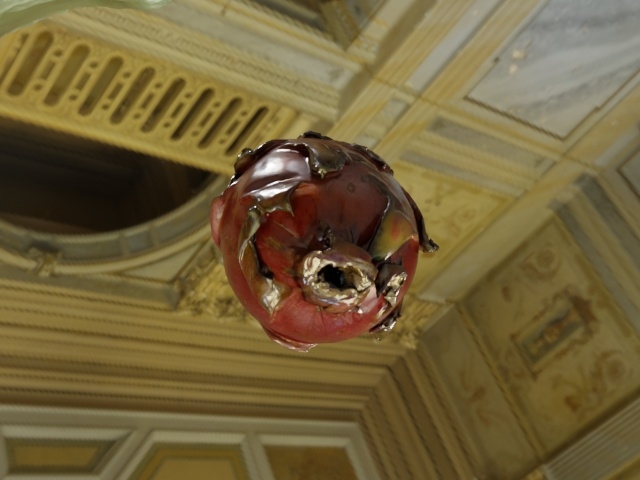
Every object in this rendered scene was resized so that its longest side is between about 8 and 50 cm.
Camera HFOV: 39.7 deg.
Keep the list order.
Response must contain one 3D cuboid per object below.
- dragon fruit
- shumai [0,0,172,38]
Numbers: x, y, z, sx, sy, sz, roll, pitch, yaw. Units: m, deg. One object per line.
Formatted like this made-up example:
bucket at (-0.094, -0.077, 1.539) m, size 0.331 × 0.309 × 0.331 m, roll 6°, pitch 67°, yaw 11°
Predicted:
dragon fruit at (0.001, 0.002, 0.983) m, size 0.250 × 0.250 × 0.315 m, roll 19°, pitch -166°, yaw -34°
shumai at (-0.135, -0.278, 0.513) m, size 0.324 × 0.323 × 0.397 m, roll 54°, pitch 175°, yaw 20°
